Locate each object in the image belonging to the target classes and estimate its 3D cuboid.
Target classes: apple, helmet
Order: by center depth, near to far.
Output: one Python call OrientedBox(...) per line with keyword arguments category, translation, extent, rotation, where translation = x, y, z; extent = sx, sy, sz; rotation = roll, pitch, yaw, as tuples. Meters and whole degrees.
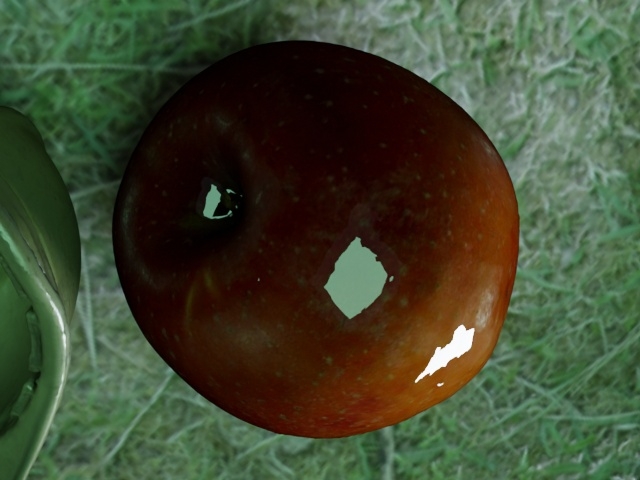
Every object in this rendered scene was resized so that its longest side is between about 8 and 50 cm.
OrientedBox(category="helmet", translation=(-0.204, 0.010, 0.720), extent=(0.204, 0.137, 0.258), rotation=(18, 126, 11))
OrientedBox(category="apple", translation=(0.000, 0.000, 0.749), extent=(0.218, 0.218, 0.201), rotation=(-54, 144, 6))
